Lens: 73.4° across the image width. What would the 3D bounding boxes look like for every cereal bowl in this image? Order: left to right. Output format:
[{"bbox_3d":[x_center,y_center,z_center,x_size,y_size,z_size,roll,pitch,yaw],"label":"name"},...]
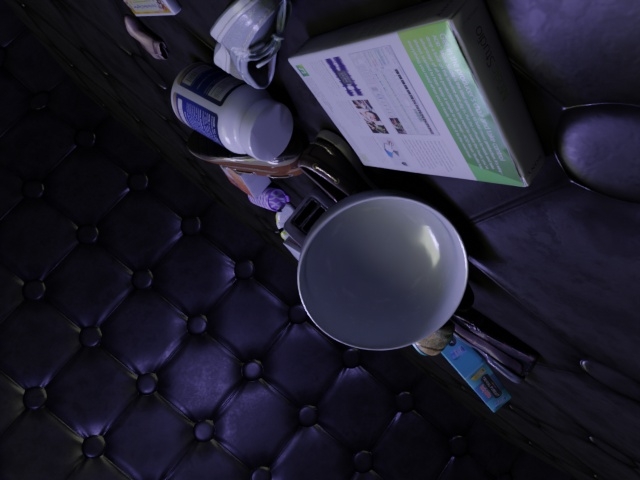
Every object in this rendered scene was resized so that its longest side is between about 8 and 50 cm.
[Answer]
[{"bbox_3d":[0.121,0.049,0.889,0.339,0.339,0.141,43,-162,-15],"label":"cereal bowl"}]

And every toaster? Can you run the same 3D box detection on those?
[{"bbox_3d":[-0.006,-0.040,1.198,0.168,0.186,0.110,40,179,-1],"label":"toaster"}]

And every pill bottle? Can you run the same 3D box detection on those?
[{"bbox_3d":[-0.194,-0.282,0.945,0.264,0.153,0.153,34,167,30],"label":"pill bottle"}]

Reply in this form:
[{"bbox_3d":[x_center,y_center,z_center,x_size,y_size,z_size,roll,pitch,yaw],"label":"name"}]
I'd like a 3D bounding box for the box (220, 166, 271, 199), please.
[{"bbox_3d":[-0.264,-0.241,1.483,0.130,0.091,0.170,35,167,21],"label":"box"}]

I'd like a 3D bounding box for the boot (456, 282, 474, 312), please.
[{"bbox_3d":[0.273,0.117,1.096,0.236,0.085,0.179,42,158,26],"label":"boot"}]

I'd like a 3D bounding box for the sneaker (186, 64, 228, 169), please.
[{"bbox_3d":[-0.288,-0.311,1.166,0.122,0.146,0.330,34,166,32],"label":"sneaker"}]

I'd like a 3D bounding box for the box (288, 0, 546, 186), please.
[{"bbox_3d":[0.114,-0.187,0.587,0.232,0.058,0.322,47,168,-33],"label":"box"}]

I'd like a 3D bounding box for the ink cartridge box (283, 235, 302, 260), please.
[{"bbox_3d":[0.000,0.000,1.354,0.128,0.176,0.127,29,164,42],"label":"ink cartridge box"}]

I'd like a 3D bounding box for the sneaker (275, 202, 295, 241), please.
[{"bbox_3d":[-0.133,-0.073,1.714,0.126,0.091,0.240,-113,11,-48],"label":"sneaker"}]

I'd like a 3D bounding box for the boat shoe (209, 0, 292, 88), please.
[{"bbox_3d":[-0.097,-0.308,0.657,0.103,0.118,0.320,36,174,-16],"label":"boat shoe"}]

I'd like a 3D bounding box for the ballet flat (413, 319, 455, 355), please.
[{"bbox_3d":[0.181,0.113,1.028,0.348,0.123,0.123,48,172,21],"label":"ballet flat"}]

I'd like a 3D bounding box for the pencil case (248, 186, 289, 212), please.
[{"bbox_3d":[-0.197,-0.164,1.602,0.206,0.088,0.086,24,128,55],"label":"pencil case"}]

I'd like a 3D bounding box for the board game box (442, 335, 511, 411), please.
[{"bbox_3d":[0.429,0.350,1.373,0.254,0.079,0.336,47,-178,-36],"label":"board game box"}]

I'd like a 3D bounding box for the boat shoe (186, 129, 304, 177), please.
[{"bbox_3d":[-0.183,-0.212,1.066,0.324,0.123,0.120,14,158,24],"label":"boat shoe"}]

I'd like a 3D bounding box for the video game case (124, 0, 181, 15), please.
[{"bbox_3d":[-0.404,-0.559,0.876,0.227,0.026,0.206,28,163,43],"label":"video game case"}]

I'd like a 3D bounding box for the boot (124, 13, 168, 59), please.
[{"bbox_3d":[-0.446,-0.525,1.117,0.087,0.042,0.118,29,167,18],"label":"boot"}]

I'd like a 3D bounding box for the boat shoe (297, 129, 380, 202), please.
[{"bbox_3d":[0.077,-0.093,0.952,0.324,0.097,0.116,46,167,-31],"label":"boat shoe"}]

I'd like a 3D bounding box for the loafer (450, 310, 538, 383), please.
[{"bbox_3d":[0.454,0.258,1.198,0.302,0.095,0.109,40,-160,20],"label":"loafer"}]
